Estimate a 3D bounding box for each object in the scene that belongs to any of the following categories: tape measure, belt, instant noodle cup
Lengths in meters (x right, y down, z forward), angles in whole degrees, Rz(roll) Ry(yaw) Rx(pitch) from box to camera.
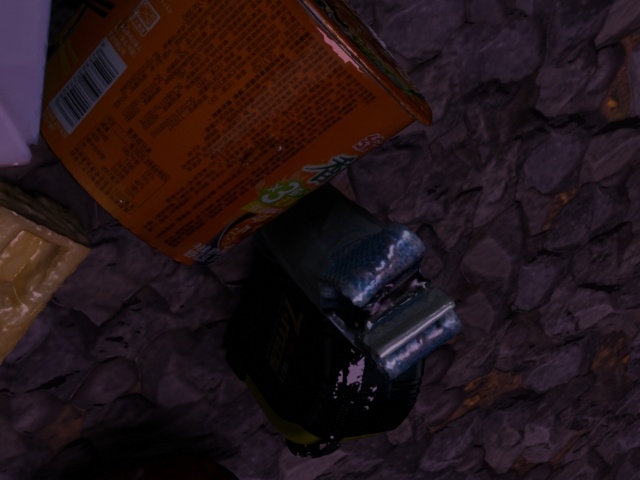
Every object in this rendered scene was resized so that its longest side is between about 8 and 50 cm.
[{"bbox_3d":[0.009,0.085,1.001,0.112,0.186,0.199,-2,124,-27],"label":"tape measure"},{"bbox_3d":[0.000,0.000,0.843,0.072,0.302,0.087,-32,120,-10],"label":"belt"},{"bbox_3d":[-0.065,-0.104,0.775,0.182,0.230,0.230,-42,139,12],"label":"instant noodle cup"}]

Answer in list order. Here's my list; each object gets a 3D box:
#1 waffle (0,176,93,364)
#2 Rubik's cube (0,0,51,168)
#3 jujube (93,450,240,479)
[{"bbox_3d":[-0.296,0.011,0.797,0.168,0.057,0.274,-50,139,8],"label":"waffle"},{"bbox_3d":[-0.262,-0.169,0.549,0.221,0.224,0.231,-10,129,-32],"label":"Rubik's cube"},{"bbox_3d":[-0.188,0.365,1.051,0.377,0.258,0.258,-44,139,8],"label":"jujube"}]
